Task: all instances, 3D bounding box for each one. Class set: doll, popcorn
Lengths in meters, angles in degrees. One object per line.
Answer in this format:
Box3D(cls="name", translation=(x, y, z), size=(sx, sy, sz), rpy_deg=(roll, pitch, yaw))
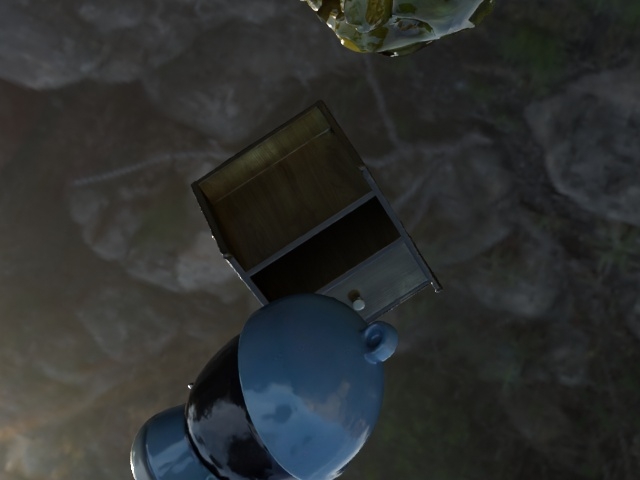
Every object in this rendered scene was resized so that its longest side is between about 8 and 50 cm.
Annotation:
Box3D(cls="doll", translation=(-0.050, 0.156, 1.130), size=(0.141, 0.177, 0.314), rpy_deg=(29, 129, -36))
Box3D(cls="popcorn", translation=(0.075, -0.260, 1.129), size=(0.189, 0.169, 0.218), rpy_deg=(-6, 167, -29))

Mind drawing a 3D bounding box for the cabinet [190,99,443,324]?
Box3D(cls="cabinet", translation=(0.000, 0.000, 1.371), size=(0.215, 0.174, 0.148), rpy_deg=(55, -176, -41))
